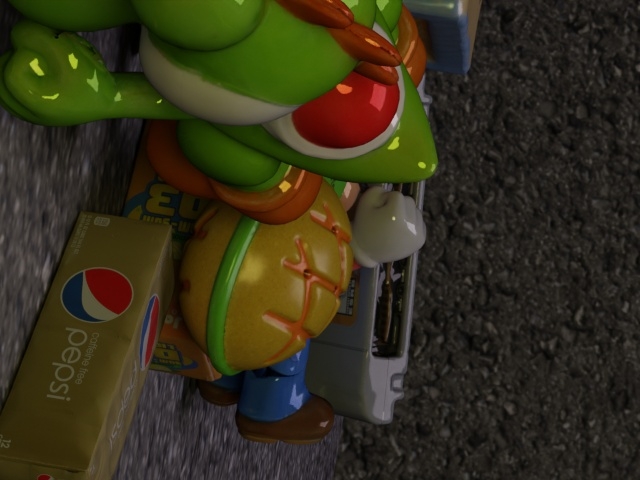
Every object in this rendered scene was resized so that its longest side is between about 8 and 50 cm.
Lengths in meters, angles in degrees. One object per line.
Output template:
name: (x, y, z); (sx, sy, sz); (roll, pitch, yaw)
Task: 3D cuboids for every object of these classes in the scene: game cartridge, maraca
game cartridge: (0.007, -0.002, 1.654); (0.062, 0.198, 0.297); (4, 92, -41)
maraca: (-0.024, 0.002, 1.177); (0.127, 0.099, 0.185); (93, 23, -49)

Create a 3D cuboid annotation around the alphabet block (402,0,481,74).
alphabet block: (0.044, -0.261, 1.544); (0.193, 0.192, 0.197); (67, 34, -81)

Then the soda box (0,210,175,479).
soda box: (-0.131, 0.071, 1.080); (0.061, 0.058, 0.181); (92, 9, -48)

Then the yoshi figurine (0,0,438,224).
yoshi figurine: (-0.060, -0.124, 0.923); (0.362, 0.203, 0.203); (53, 29, -79)

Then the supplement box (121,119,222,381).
supplement box: (-0.082, -0.030, 1.271); (0.080, 0.078, 0.233); (82, 18, -68)

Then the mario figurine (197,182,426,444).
mario figurine: (0.000, 0.000, 1.555); (0.170, 0.198, 0.320); (-42, 147, -59)
